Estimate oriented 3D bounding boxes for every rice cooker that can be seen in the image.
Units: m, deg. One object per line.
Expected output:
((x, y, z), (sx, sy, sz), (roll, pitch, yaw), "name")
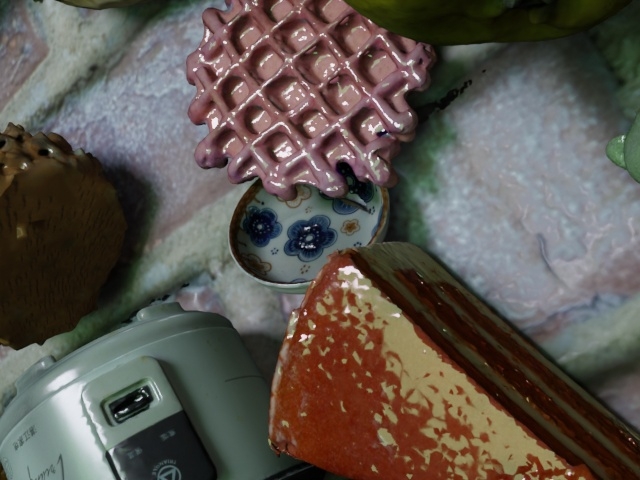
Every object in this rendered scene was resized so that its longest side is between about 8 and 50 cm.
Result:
((-0.130, 0.197, 0.656), (0.227, 0.281, 0.241), (58, 158, 18), "rice cooker")

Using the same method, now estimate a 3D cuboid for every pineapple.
((-0.379, -0.034, 0.819), (0.357, 0.223, 0.222), (21, 104, 38), "pineapple")

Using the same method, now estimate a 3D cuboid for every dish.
((0.000, 0.000, 0.669), (0.141, 0.078, 0.141), (-12, 51, 15), "dish")

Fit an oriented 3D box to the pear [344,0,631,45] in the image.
((0.079, -0.319, 0.451), (0.352, 0.352, 0.413), (-6, 86, 30), "pear")

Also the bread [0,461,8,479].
((-0.315, 0.292, 0.765), (0.176, 0.246, 0.195), (-42, 76, 27), "bread")

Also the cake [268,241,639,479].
((0.111, 0.086, 0.558), (0.262, 0.158, 0.159), (5, 97, 27), "cake")

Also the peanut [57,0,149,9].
((-0.147, -0.280, 0.693), (0.299, 0.136, 0.120), (-8, 93, 31), "peanut")

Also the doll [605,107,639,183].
((0.267, -0.035, 0.518), (0.150, 0.078, 0.115), (52, 153, 5), "doll")

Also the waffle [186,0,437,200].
((-0.016, -0.142, 0.654), (0.234, 0.055, 0.221), (9, 85, 28), "waffle")
